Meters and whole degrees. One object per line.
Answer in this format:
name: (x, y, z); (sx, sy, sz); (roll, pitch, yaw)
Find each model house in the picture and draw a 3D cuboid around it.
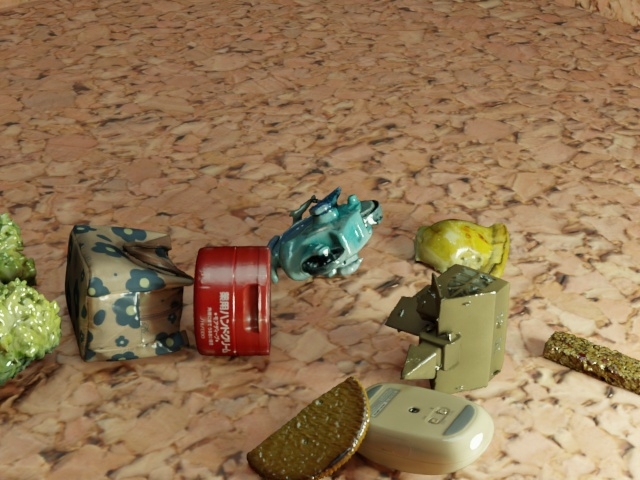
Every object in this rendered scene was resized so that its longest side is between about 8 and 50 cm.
model house: (0.176, 0.159, 1.796); (0.176, 0.180, 0.248); (17, 28, 30)

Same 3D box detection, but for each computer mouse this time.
computer mouse: (0.144, 0.284, 1.677); (0.237, 0.082, 0.145); (6, 32, 33)

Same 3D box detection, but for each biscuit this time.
biscuit: (0.472, 0.205, 1.876); (0.199, 0.034, 0.064); (19, 36, 29)
biscuit: (-0.004, 0.295, 1.648); (0.206, 0.025, 0.126); (-36, 44, -7)

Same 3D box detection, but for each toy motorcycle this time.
toy motorcycle: (0.000, 0.000, 2.129); (0.206, 0.154, 0.260); (-8, 26, 34)

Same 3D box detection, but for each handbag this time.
handbag: (-0.333, 0.084, 1.932); (0.193, 0.190, 0.251); (1, 24, -20)

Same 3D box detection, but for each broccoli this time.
broccoli: (-0.586, 0.090, 1.801); (0.293, 0.280, 0.348); (-14, 29, -25)

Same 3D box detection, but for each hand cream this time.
hand cream: (-0.145, 0.102, 1.887); (0.125, 0.193, 0.193); (-2, 30, 1)

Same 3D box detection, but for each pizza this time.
pizza: (0.276, 0.015, 2.158); (0.188, 0.080, 0.204); (2, 31, 3)
